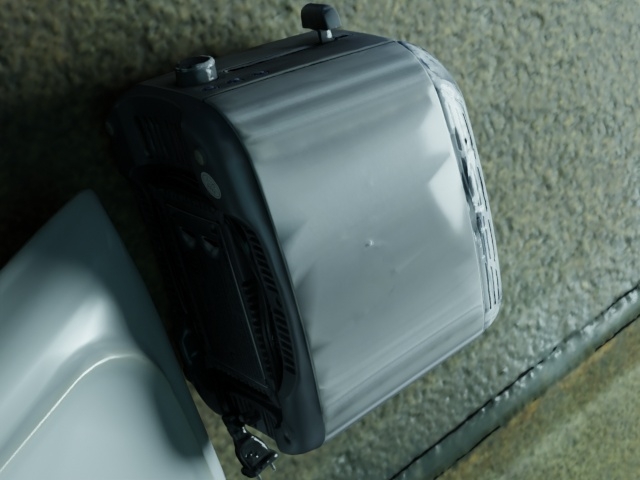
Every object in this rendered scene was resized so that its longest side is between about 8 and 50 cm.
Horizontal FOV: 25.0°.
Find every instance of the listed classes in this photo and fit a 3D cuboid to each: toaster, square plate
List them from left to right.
[{"bbox_3d":[-0.124,0.213,0.651,0.344,0.049,0.347,-54,136,-41],"label":"square plate"},{"bbox_3d":[0.000,0.000,0.727,0.146,0.129,0.227,-27,115,-26],"label":"toaster"}]
